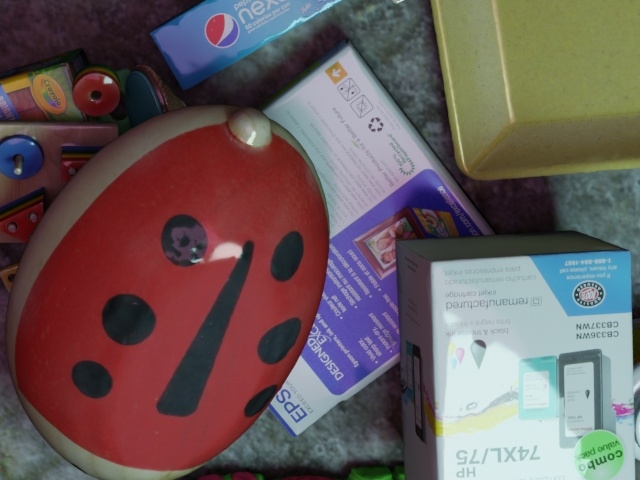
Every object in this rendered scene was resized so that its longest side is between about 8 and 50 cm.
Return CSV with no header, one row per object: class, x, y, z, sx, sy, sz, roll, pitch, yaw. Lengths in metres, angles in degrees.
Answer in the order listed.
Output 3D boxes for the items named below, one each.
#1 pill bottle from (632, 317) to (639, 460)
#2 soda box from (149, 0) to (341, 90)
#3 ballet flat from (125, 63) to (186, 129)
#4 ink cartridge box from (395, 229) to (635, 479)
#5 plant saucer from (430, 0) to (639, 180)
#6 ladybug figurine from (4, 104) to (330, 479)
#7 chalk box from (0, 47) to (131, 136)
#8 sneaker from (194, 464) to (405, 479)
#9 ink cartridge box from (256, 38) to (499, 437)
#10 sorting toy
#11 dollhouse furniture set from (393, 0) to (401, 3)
pill bottle,0.348,0.160,1.795,0.117,0.215,0.117,0,102,0
soda box,-0.066,-0.237,1.786,0.210,0.067,0.071,-29,100,6
ballet flat,-0.145,-0.083,1.763,0.067,0.073,0.206,-22,109,-36
ink cartridge box,0.190,0.137,1.724,0.198,0.197,0.270,-4,96,-7
plant saucer,0.279,-0.239,1.733,0.333,0.081,0.333,-3,104,28
ladybug figurine,-0.140,0.072,1.686,0.305,0.162,0.449,7,124,-23
chalk box,-0.285,-0.113,1.781,0.213,0.132,0.132,-17,102,4
sneaker,0.042,0.363,1.880,0.483,0.185,0.202,3,114,7
ink cartridge box,0.000,0.000,1.840,0.307,0.072,0.303,-36,101,10
sorting toy,-0.264,-0.041,1.707,0.132,0.046,0.274,1,121,-7
dollhouse furniture set,0.080,-0.305,1.764,0.091,0.081,0.114,-29,100,6
